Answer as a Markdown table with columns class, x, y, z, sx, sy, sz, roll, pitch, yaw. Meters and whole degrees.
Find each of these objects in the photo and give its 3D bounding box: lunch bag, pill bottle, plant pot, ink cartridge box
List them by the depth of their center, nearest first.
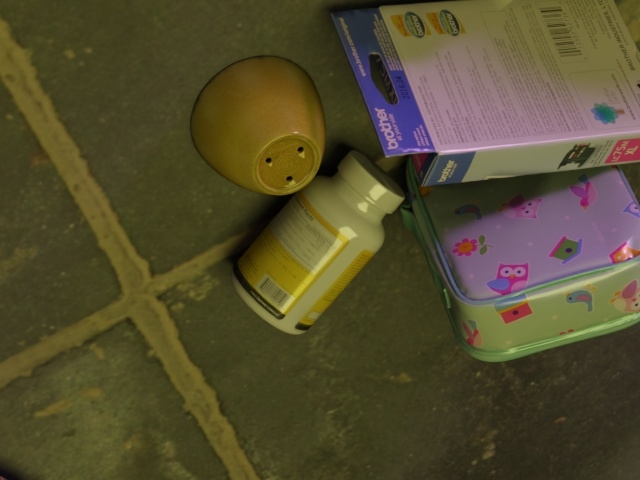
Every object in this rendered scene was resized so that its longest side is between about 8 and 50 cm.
| class | x | y | z | sx | sy | sz | roll | pitch | yaw |
| --- | --- | --- | --- | --- | --- | --- | --- | --- | --- |
| plant pot | -0.048 | -0.097 | 1.486 | 0.134 | 0.095 | 0.134 | -12 | 127 | -16 |
| ink cartridge box | 0.172 | -0.150 | 1.489 | 0.311 | 0.186 | 0.065 | -6 | 148 | -22 |
| lunch bag | 0.203 | -0.012 | 1.547 | 0.224 | 0.279 | 0.108 | -18 | 129 | 2 |
| pill bottle | 0.000 | 0.000 | 1.572 | 0.103 | 0.103 | 0.184 | 31 | 107 | -37 |

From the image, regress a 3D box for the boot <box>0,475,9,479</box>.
| class | x | y | z | sx | sy | sz | roll | pitch | yaw |
| --- | --- | --- | --- | --- | --- | --- | --- | --- | --- |
| boot | -0.360 | 0.384 | 1.691 | 0.203 | 0.095 | 0.262 | 30 | 103 | -38 |
